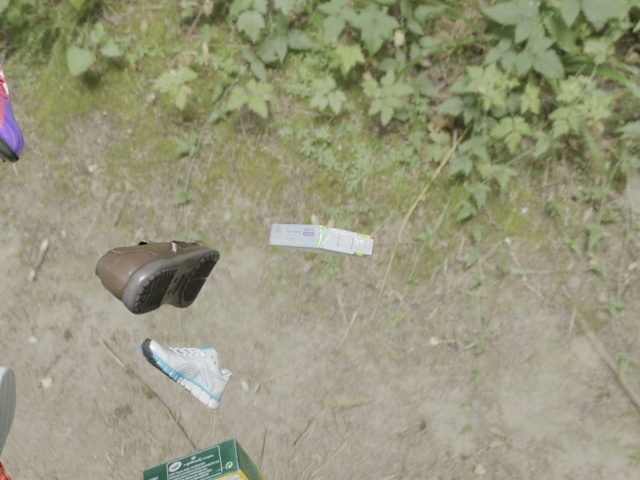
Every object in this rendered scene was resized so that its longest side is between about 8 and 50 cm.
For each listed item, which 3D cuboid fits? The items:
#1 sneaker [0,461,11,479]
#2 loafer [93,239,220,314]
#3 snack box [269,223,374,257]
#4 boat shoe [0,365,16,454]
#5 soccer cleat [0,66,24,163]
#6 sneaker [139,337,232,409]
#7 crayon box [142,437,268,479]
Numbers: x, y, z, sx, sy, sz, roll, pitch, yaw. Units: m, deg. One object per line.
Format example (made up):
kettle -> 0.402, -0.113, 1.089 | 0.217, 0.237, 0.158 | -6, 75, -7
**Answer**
sneaker -> -0.578, 0.432, 1.466 | 0.144, 0.090, 0.270 | 3, 104, -21
loafer -> -0.298, 0.044, 1.532 | 0.130, 0.366, 0.134 | 32, 95, 10
snack box -> 0.000, 0.000, 1.240 | 0.100, 0.141, 0.037 | 12, 85, -32
boat shoe -> -0.735, 0.423, 1.718 | 0.119, 0.121, 0.335 | 12, 84, 7
soccer cleat -> -0.478, -0.242, 1.098 | 0.116, 0.109, 0.318 | -38, 78, -17
sneaker -> -0.215, 0.197, 1.336 | 0.071, 0.191, 0.083 | 26, 75, 46
crayon box -> -0.210, 0.551, 1.717 | 0.203, 0.323, 0.083 | -20, 45, 4
